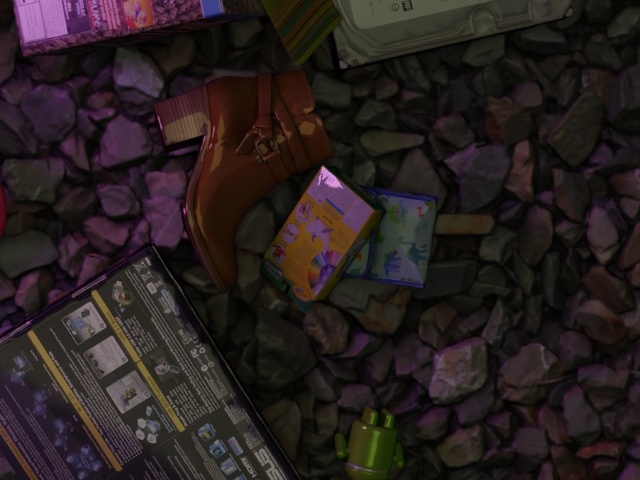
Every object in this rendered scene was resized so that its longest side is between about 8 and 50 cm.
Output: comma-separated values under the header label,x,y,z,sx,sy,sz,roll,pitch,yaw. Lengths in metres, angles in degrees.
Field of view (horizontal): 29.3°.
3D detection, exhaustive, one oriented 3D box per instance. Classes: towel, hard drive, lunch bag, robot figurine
label,x,y,z,sx,sy,sz,roll,pitch,yaw
towel,-0.044,-0.336,1.536,0.102,0.021,0.237,-54,139,-23
hard drive,0.159,-0.383,1.682,0.339,0.064,0.237,-13,95,-6
lunch bag,0.080,-0.009,1.685,0.151,0.096,0.129,9,95,6
robot figurine,0.071,0.292,1.712,0.101,0.067,0.115,11,93,-15

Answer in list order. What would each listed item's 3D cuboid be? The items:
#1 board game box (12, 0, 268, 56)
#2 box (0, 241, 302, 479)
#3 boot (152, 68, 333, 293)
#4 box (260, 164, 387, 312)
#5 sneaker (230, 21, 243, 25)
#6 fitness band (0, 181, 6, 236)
label,x,y,z,sx,sy,sz,roll,pitch,yaw
board game box,-0.239,-0.371,1.536,0.291,0.141,0.232,-7,97,22
box,-0.256,0.249,1.658,0.318,0.097,0.395,-33,97,-5
boot,-0.089,-0.086,1.662,0.220,0.109,0.283,-15,88,-9
box,0.000,0.000,1.656,0.105,0.043,0.179,43,109,23
sneaker,-0.100,-0.426,1.599,0.153,0.101,0.269,34,114,2
fitness band,-0.549,-0.061,1.581,0.291,0.054,0.209,35,90,-28
